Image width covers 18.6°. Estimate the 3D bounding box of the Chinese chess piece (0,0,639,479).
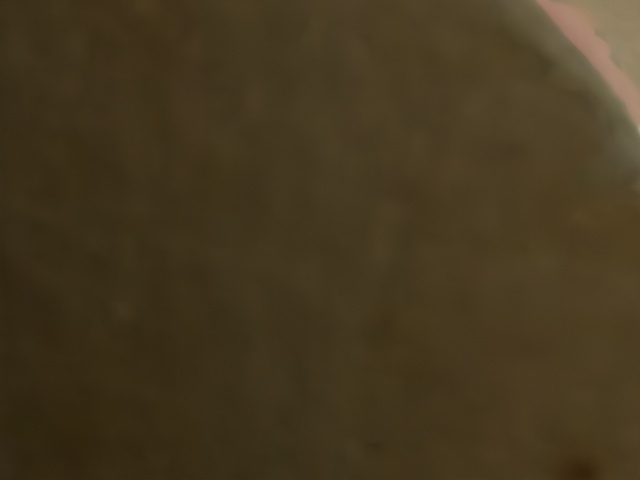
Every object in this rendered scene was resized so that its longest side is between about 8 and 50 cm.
[{"bbox_3d":[-0.028,0.047,0.520,0.349,0.349,0.146,48,24,8],"label":"Chinese chess piece"}]
